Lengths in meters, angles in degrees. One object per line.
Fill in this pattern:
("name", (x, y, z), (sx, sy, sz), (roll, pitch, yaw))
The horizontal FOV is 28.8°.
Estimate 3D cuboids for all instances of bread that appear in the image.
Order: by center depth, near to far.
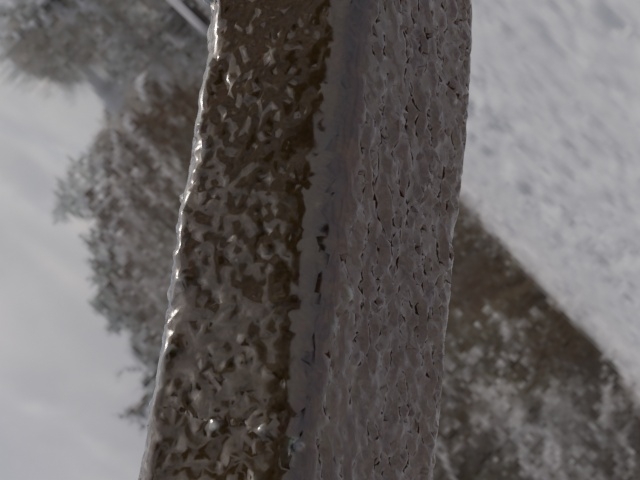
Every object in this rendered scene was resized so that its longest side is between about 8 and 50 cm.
("bread", (0.000, 0.000, 0.693), (0.113, 0.416, 0.165), (-5, 157, 32))
